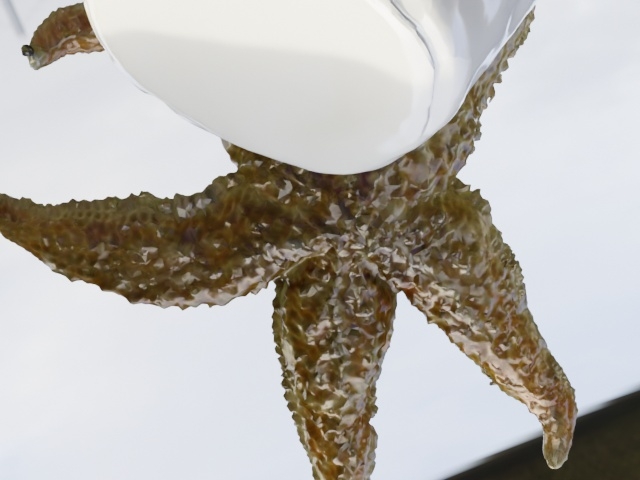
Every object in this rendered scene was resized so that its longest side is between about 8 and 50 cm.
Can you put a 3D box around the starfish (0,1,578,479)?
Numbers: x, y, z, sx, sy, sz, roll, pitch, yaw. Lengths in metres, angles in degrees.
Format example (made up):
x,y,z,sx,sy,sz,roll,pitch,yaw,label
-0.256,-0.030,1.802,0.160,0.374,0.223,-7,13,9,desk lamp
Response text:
x,y,z,sx,sy,sz,roll,pitch,yaw,label
0.001,0.001,0.784,0.299,0.302,0.060,-28,-173,-3,starfish

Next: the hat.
x,y,z,sx,sy,sz,roll,pitch,yaw,label
0.003,-0.101,0.510,0.203,0.203,0.126,-7,-134,40,hat
